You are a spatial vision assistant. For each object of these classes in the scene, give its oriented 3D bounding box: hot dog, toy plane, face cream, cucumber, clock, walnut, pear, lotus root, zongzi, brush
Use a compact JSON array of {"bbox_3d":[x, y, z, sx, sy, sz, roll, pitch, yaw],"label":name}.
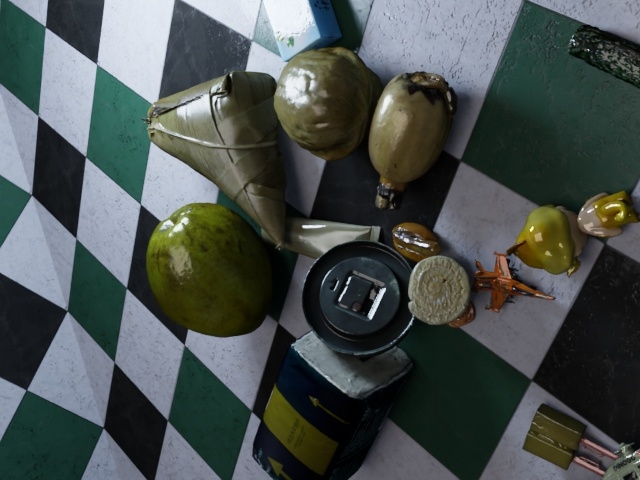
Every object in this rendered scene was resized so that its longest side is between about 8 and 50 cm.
[{"bbox_3d":[0.222,0.009,1.685,0.140,0.060,0.089,27,123,32],"label":"hot dog"},{"bbox_3d":[0.570,0.477,1.438,0.286,0.092,0.108,-44,61,30],"label":"toy plane"},{"bbox_3d":[0.000,0.000,1.888,0.341,0.084,0.137,14,99,34],"label":"face cream"},{"bbox_3d":[0.569,-0.290,1.269,0.293,0.067,0.067,39,125,29],"label":"cucumber"},{"bbox_3d":[0.405,0.096,1.542,0.188,0.062,0.135,11,109,27],"label":"toy plane"},{"bbox_3d":[0.094,0.138,1.724,0.280,0.281,0.055,51,174,21],"label":"clock"},{"bbox_3d":[0.015,-0.313,1.678,0.283,0.227,0.283,2,93,51],"label":"walnut"},{"bbox_3d":[-0.300,0.084,1.990,0.352,0.352,0.413,9,142,42],"label":"pear"},{"bbox_3d":[0.184,-0.210,1.575,0.183,0.183,0.310,33,123,33],"label":"lotus root"},{"bbox_3d":[-0.314,-0.187,2.002,0.500,0.218,0.466,-6,89,41],"label":"zongzi"},{"bbox_3d":[0.544,0.435,1.510,0.233,0.047,0.103,23,117,26],"label":"brush"}]

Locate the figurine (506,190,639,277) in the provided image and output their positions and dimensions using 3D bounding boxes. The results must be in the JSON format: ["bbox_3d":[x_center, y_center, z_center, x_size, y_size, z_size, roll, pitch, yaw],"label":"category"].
[{"bbox_3d":[0.476,-0.017,1.401,0.246,0.131,0.156,-31,60,31],"label":"figurine"}]

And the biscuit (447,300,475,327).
[{"bbox_3d":[0.310,0.158,1.672,0.091,0.015,0.078,-34,78,43],"label":"biscuit"}]

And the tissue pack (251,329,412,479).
[{"bbox_3d":[0.022,0.425,1.850,0.253,0.264,0.416,36,125,27],"label":"tissue pack"}]

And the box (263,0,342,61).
[{"bbox_3d":[-0.055,-0.566,1.773,0.143,0.083,0.232,-20,88,46],"label":"box"}]

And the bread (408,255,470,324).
[{"bbox_3d":[0.258,0.110,1.597,0.134,0.141,0.148,15,88,10],"label":"bread"}]
